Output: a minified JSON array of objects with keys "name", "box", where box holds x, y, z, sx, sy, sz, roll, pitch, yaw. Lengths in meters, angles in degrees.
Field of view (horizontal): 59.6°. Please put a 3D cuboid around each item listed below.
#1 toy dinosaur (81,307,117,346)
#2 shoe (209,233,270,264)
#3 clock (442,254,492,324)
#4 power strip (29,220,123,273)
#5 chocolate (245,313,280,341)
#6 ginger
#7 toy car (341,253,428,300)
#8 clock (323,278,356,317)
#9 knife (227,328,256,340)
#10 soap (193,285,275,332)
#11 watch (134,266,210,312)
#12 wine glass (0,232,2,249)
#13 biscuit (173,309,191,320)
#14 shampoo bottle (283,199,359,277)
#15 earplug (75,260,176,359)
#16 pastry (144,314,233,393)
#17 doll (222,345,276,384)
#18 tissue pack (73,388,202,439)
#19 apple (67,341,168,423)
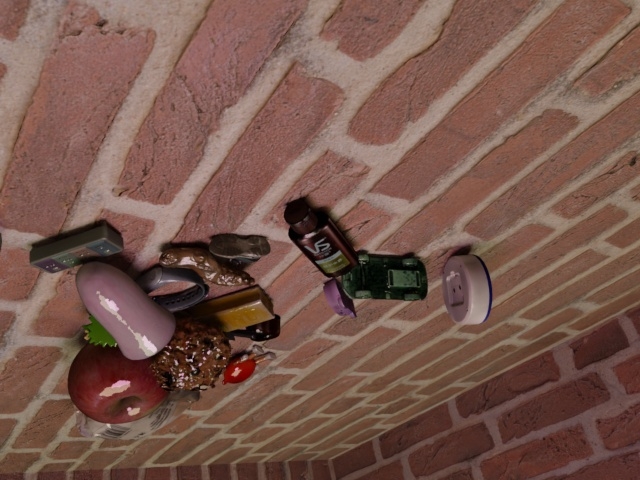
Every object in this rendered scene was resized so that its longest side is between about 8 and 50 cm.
[{"name":"toy dinosaur","box":[-0.616,0.225,1.685,0.194,0.152,0.177,0,-175,-3]},{"name":"shoe","box":[-0.229,0.035,1.550,0.169,0.071,0.099,2,151,-23]},{"name":"clock","box":[0.476,0.161,1.835,0.083,0.230,0.230,-1,146,-12]},{"name":"power strip","box":[-0.604,0.031,1.428,0.216,0.061,0.145,-17,154,7]},{"name":"chocolate","box":[-0.215,0.313,1.965,0.125,0.080,0.149,-33,144,28]},{"name":"ginger","box":[-0.314,0.072,1.572,0.290,0.084,0.122,25,174,-40]},{"name":"toy car","box":[0.194,0.126,1.781,0.306,0.136,0.125,3,165,-21]},{"name":"clock","box":[0.065,0.203,1.866,0.050,0.110,0.152,-25,145,13]},{"name":"knife","box":[-0.326,0.324,1.931,0.231,0.028,0.060,3,133,17]},{"name":"soap","box":[-0.280,0.232,1.824,0.232,0.073,0.140,-17,143,8]},{"name":"watch","box":[-0.447,0.150,1.648,0.206,0.068,0.193,-32,142,24]},{"name":"wine glass","box":[-0.853,0.071,1.318,0.144,0.143,0.321,14,139,-35]},{"name":"biscuit","box":[-0.478,0.248,1.830,0.083,0.018,0.081,-28,144,21]},{"name":"shampoo bottle","box":[0.000,0.000,1.558,0.129,0.084,0.323,-23,146,11]},{"name":"earplug","box":[-0.531,0.166,1.478,0.173,0.172,0.301,-18,134,7]},{"name":"pastry","box":[-0.408,0.350,1.753,0.275,0.193,0.274,-19,128,-27]},{"name":"doll","box":[-0.299,0.500,2.225,0.217,0.085,0.183,-38,145,6]},{"name":"tissue pack","box":[-0.718,0.647,2.196,0.376,0.195,0.390,-32,143,16]},{"name":"apple","box":[-0.657,0.439,1.850,0.345,0.269,0.344,-18,140,-16]}]
